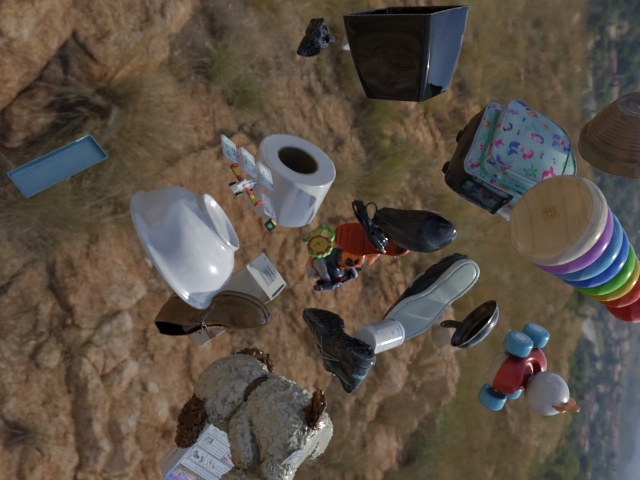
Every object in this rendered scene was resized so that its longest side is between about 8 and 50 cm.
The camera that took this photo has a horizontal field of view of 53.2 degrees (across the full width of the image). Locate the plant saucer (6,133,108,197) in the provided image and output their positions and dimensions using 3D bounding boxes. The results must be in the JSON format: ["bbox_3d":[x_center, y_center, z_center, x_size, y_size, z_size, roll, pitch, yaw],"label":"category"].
[{"bbox_3d":[-0.537,-0.152,1.315,0.192,0.018,0.067,-37,84,-35],"label":"plant saucer"}]

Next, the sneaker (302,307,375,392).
[{"bbox_3d":[0.023,0.246,1.486,0.101,0.267,0.106,7,110,-31],"label":"sneaker"}]

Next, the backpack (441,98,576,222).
[{"bbox_3d":[0.426,-0.161,1.378,0.253,0.191,0.225,32,65,-11],"label":"backpack"}]

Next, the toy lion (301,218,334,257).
[{"bbox_3d":[0.000,0.000,1.784,0.100,0.096,0.034,-36,153,-20],"label":"toy lion"}]

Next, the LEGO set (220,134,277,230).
[{"bbox_3d":[-0.153,-0.141,1.538,0.182,0.060,0.244,37,29,-43],"label":"LEGO set"}]

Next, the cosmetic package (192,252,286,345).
[{"bbox_3d":[-0.269,0.179,1.947,0.129,0.296,0.153,54,23,-5],"label":"cosmetic package"}]

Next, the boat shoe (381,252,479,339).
[{"bbox_3d":[0.275,0.147,1.669,0.302,0.091,0.114,-34,114,-2],"label":"boat shoe"}]

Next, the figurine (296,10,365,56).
[{"bbox_3d":[0.047,-0.592,1.872,0.209,0.214,0.093,-71,152,-56],"label":"figurine"}]

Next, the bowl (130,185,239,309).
[{"bbox_3d":[-0.271,-0.010,1.394,0.298,0.134,0.298,58,7,-11],"label":"bowl"}]

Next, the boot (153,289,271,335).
[{"bbox_3d":[-0.260,0.188,1.512,0.115,0.305,0.112,-50,131,-51],"label":"boot"}]

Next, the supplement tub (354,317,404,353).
[{"bbox_3d":[0.138,0.223,1.487,0.107,0.071,0.071,-8,100,-43],"label":"supplement tub"}]

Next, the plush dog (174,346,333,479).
[{"bbox_3d":[-0.107,0.276,1.043,0.262,0.225,0.211,-36,149,-51],"label":"plush dog"}]

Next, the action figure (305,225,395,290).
[{"bbox_3d":[0.097,0.062,2.327,0.341,0.330,0.179,-21,92,-69],"label":"action figure"}]

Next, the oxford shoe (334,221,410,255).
[{"bbox_3d":[0.162,0.002,1.894,0.098,0.271,0.097,-1,100,-55],"label":"oxford shoe"}]

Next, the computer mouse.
[{"bbox_3d":[0.207,-0.016,1.603,0.188,0.272,0.072,55,53,-40],"label":"computer mouse"}]

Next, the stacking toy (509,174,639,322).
[{"bbox_3d":[0.432,0.033,0.990,0.330,0.141,0.141,32,63,-37],"label":"stacking toy"}]

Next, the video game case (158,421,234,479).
[{"bbox_3d":[-0.203,0.509,1.520,0.244,0.061,0.269,-48,122,-8],"label":"video game case"}]

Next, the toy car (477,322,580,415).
[{"bbox_3d":[0.584,0.383,1.705,0.210,0.238,0.219,-8,125,-48],"label":"toy car"}]

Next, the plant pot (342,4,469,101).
[{"bbox_3d":[0.172,-0.371,1.270,0.188,0.187,0.167,-34,128,-48],"label":"plant pot"}]

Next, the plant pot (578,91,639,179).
[{"bbox_3d":[0.673,-0.237,1.343,0.237,0.237,0.110,-57,148,-43],"label":"plant pot"}]

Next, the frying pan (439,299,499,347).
[{"bbox_3d":[0.458,0.293,2.051,0.053,0.326,0.197,43,53,-2],"label":"frying pan"}]

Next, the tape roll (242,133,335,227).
[{"bbox_3d":[-0.097,-0.182,1.930,0.246,0.246,0.169,-42,166,-52],"label":"tape roll"}]
